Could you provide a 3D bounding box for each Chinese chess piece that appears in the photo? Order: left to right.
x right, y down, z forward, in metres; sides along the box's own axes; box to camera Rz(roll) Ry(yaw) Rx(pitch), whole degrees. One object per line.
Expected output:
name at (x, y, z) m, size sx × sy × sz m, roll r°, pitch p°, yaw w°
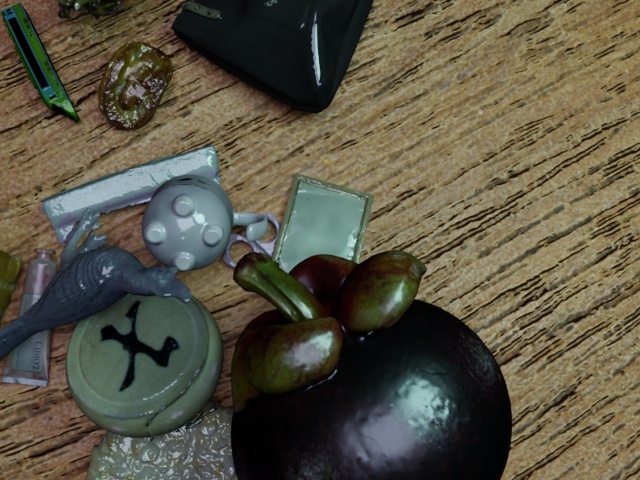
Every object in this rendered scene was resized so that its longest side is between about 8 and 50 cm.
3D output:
Chinese chess piece at (-0.253, 0.172, 1.073) m, size 0.238 × 0.092 × 0.238 m, roll -2°, pitch 59°, yaw 4°

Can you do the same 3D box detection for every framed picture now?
framed picture at (0.000, 0.000, 1.184) m, size 0.136 × 0.010 × 0.201 m, roll 16°, pitch 72°, yaw -3°

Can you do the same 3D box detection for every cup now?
cup at (-0.181, -0.013, 1.097) m, size 0.173 × 0.142 × 0.134 m, roll 31°, pitch 98°, yaw -12°

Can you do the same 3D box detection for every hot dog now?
hot dog at (-0.298, -0.250, 1.180) m, size 0.099 × 0.065 × 0.147 m, roll 28°, pitch 78°, yaw -11°

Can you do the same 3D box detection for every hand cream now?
hand cream at (-0.440, 0.117, 1.130) m, size 0.067 × 0.043 × 0.210 m, roll 7°, pitch 87°, yaw -8°

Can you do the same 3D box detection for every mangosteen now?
mangosteen at (0.051, 0.200, 0.989) m, size 0.382 × 0.382 × 0.435 m, roll -16°, pitch 93°, yaw -7°

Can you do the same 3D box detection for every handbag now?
handbag at (-0.067, -0.403, 1.190) m, size 0.288 × 0.152 × 0.342 m, roll 19°, pitch 80°, yaw 10°

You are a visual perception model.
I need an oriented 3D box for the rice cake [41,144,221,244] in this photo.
rice cake at (-0.296, -0.077, 1.165) m, size 0.290 × 0.051 × 0.081 m, roll -20°, pitch 95°, yaw -5°

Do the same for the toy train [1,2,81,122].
toy train at (-0.450, -0.275, 1.179) m, size 0.042 × 0.044 × 0.209 m, roll -26°, pitch 85°, yaw -9°

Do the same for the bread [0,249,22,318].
bread at (-0.535, 0.096, 1.018) m, size 0.111 × 0.246 × 0.239 m, roll 20°, pitch 81°, yaw 0°

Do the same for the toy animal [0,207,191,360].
toy animal at (-0.347, 0.056, 1.055) m, size 0.367 × 0.081 × 0.206 m, roll -20°, pitch 49°, yaw 15°

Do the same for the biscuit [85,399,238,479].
biscuit at (-0.200, 0.324, 1.102) m, size 0.281 × 0.084 × 0.179 m, roll 7°, pitch 77°, yaw -6°

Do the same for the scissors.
scissors at (-0.062, 0.050, 1.182) m, size 0.110 × 0.021 × 0.212 m, roll -44°, pitch 87°, yaw -7°

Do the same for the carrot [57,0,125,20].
carrot at (-0.338, -0.483, 1.145) m, size 0.193 × 0.214 × 0.331 m, roll 10°, pitch 74°, yaw 40°
